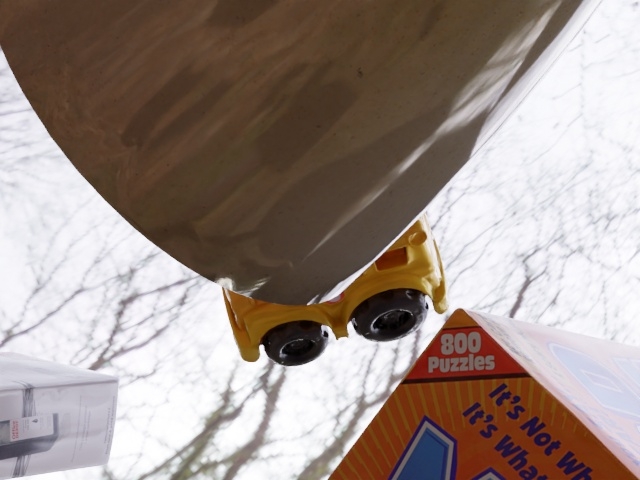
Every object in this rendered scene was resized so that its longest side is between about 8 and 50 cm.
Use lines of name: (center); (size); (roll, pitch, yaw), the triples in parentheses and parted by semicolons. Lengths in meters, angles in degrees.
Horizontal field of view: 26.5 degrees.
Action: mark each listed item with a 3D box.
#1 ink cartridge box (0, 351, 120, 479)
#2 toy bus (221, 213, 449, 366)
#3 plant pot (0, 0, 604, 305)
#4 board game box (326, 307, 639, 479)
ink cartridge box: (-0.318, 0.160, 1.255); (0.158, 0.218, 0.092); (8, -89, 34)
toy bus: (0.000, 0.000, 1.292); (0.220, 0.211, 0.149); (-16, -125, 1)
plant pot: (0.030, -0.150, 0.628); (0.274, 0.256, 0.256); (-37, -94, 29)
board game box: (0.205, 0.315, 1.040); (0.356, 0.356, 0.356); (46, -72, 34)
